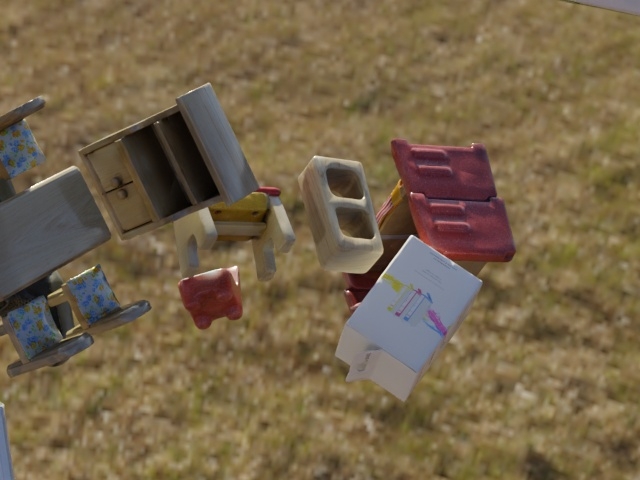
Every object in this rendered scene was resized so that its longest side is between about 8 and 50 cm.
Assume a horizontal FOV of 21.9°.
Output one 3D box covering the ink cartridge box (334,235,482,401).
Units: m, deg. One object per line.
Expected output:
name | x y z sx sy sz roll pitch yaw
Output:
ink cartridge box | 0.084 0.087 1.682 0.090 0.092 0.143 33 66 10

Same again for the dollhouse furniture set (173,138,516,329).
dollhouse furniture set | 0.000 0.000 1.777 0.374 0.201 0.152 3 54 -26

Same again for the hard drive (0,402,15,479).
hard drive | -0.357 0.335 1.755 0.047 0.353 0.233 -10 6 -24

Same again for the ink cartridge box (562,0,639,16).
ink cartridge box | 0.116 -0.189 0.711 0.235 0.171 0.056 13 24 6

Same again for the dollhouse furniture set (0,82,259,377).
dollhouse furniture set | -0.201 -0.032 1.463 0.242 0.161 0.212 -33 100 -46

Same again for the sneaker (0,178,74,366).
sneaker | -0.320 0.028 1.541 0.130 0.087 0.228 -28 93 -45
